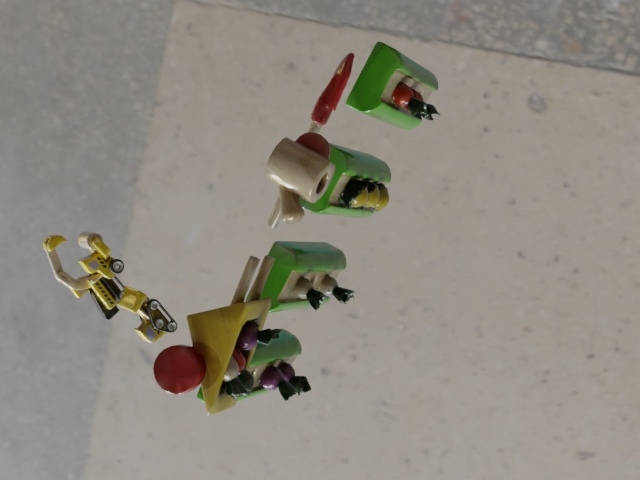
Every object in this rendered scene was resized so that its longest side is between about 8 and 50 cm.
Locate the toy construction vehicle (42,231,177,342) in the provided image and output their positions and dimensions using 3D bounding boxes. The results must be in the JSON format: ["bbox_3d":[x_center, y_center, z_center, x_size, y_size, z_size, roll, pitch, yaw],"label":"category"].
[{"bbox_3d":[-0.164,0.036,0.978,0.035,0.098,0.086,-45,27,-19],"label":"toy construction vehicle"}]

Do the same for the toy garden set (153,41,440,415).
[{"bbox_3d":[0.000,0.000,0.778,0.049,0.204,0.244,29,98,15],"label":"toy garden set"}]
